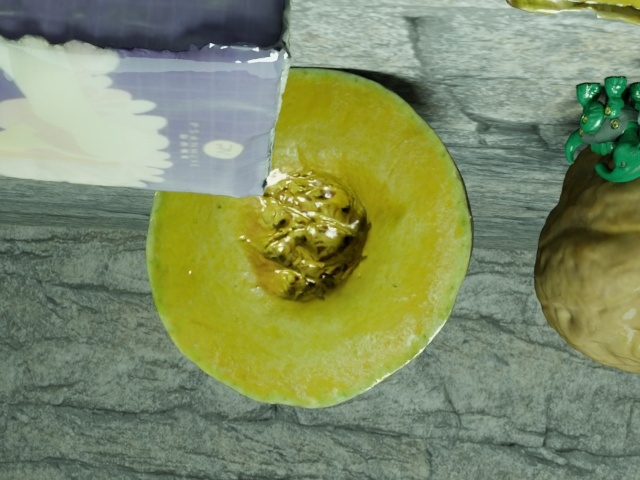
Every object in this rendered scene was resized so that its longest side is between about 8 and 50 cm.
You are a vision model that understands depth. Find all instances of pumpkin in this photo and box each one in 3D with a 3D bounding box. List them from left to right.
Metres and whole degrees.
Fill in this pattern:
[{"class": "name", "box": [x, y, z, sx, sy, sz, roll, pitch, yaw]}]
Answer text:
[{"class": "pumpkin", "box": [0.000, 0.000, 1.137, 0.332, 0.333, 0.199, 3, 179, 11]}]

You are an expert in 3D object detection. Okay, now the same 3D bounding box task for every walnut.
[{"class": "walnut", "box": [0.365, 0.002, 1.120, 0.251, 0.277, 0.313, 17, 168, -16]}]

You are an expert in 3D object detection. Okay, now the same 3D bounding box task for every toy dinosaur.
[{"class": "toy dinosaur", "box": [0.275, -0.101, 1.037, 0.059, 0.096, 0.132, 7, 171, -23]}]

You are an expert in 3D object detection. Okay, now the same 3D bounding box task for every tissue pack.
[{"class": "tissue pack", "box": [-0.196, -0.129, 0.763, 0.343, 0.125, 0.242, 4, 162, -5]}]

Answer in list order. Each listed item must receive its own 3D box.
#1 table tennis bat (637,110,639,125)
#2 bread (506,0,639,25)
[{"class": "table tennis bat", "box": [0.316, -0.131, 0.814, 0.152, 0.040, 0.244, 14, 161, -11]}, {"class": "bread", "box": [0.110, -0.161, 0.326, 0.156, 0.158, 0.260, -10, 169, 22]}]
